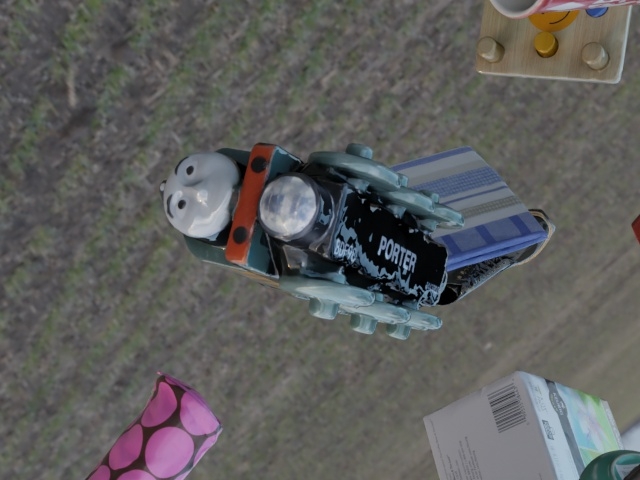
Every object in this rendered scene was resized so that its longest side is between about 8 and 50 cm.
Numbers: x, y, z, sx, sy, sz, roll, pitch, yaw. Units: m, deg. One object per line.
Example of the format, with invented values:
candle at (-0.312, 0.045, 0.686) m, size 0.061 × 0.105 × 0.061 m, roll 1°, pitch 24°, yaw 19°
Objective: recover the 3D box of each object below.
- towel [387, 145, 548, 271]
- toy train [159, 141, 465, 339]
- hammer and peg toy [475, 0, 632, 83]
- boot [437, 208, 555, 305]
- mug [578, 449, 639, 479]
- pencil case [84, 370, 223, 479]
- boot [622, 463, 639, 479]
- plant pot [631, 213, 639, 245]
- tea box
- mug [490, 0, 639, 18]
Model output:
towel at (0.195, -0.049, 1.726) m, size 0.209 × 0.285 × 0.034 m, roll -17°, pitch 126°, yaw -10°
toy train at (0.000, 0.000, 0.972) m, size 0.334 × 0.190 × 0.142 m, roll 24°, pitch 78°, yaw -64°
hammer and peg toy at (0.414, -0.451, 1.898) m, size 0.127 × 0.265 × 0.361 m, roll 13°, pitch 87°, yaw -63°
boot at (0.259, 0.036, 1.713) m, size 0.198 × 0.077 × 0.137 m, roll -39°, pitch 180°, yaw 41°
mug at (0.345, 0.306, 1.255) m, size 0.158 × 0.129 × 0.097 m, roll -42°, pitch 149°, yaw -49°
pencil case at (-0.193, 0.235, 1.137) m, size 0.209 × 0.098 × 0.095 m, roll -49°, pitch 153°, yaw -10°
boot at (0.339, 0.248, 0.910) m, size 0.338 × 0.118 × 0.222 m, roll -40°, pitch 179°, yaw 40°
plant pot at (0.576, 0.027, 1.493) m, size 0.235 × 0.267 × 0.267 m, roll -29°, pitch 143°, yaw 20°
tea box at (0.389, 0.439, 1.947) m, size 0.220 × 0.329 × 0.323 m, roll -32°, pitch 146°, yaw 29°
mug at (0.219, -0.207, 0.796) m, size 0.169 × 0.150 × 0.113 m, roll -5°, pitch 132°, yaw -21°
